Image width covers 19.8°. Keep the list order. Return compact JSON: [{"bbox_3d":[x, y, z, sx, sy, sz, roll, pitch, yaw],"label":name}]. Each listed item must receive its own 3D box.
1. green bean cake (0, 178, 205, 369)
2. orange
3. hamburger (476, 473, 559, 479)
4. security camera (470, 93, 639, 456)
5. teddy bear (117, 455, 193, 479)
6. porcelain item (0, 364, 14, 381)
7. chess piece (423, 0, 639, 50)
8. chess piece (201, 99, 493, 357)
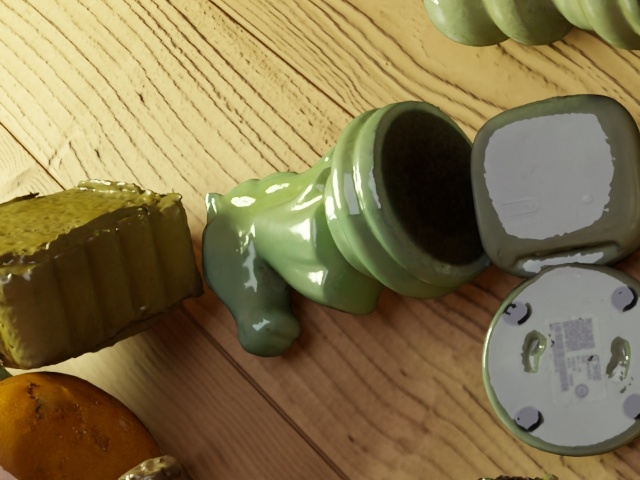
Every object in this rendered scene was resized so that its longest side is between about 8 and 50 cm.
[{"bbox_3d":[-0.249,0.032,1.716,0.224,0.230,0.131,5,113,50],"label":"green bean cake"},{"bbox_3d":[-0.251,0.233,1.625,0.240,0.240,0.240,-15,61,30],"label":"orange"},{"bbox_3d":[0.140,0.299,1.376,0.243,0.139,0.261,2,70,38],"label":"hamburger"},{"bbox_3d":[0.205,0.029,1.500,0.157,0.080,0.301,-9,74,16],"label":"security camera"},{"bbox_3d":[-0.116,0.357,1.464,0.246,0.296,0.222,-30,31,2],"label":"teddy bear"},{"bbox_3d":[-0.435,0.192,1.743,0.157,0.286,0.281,-20,60,31],"label":"porcelain item"},{"bbox_3d":[0.200,-0.227,1.587,0.251,0.144,0.144,0,69,40],"label":"chess piece"},{"bbox_3d":[0.000,0.000,1.628,0.298,0.176,0.175,-22,57,42],"label":"chess piece"}]
